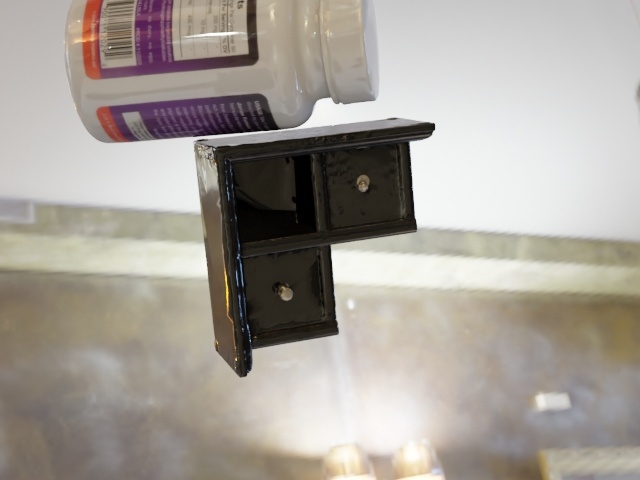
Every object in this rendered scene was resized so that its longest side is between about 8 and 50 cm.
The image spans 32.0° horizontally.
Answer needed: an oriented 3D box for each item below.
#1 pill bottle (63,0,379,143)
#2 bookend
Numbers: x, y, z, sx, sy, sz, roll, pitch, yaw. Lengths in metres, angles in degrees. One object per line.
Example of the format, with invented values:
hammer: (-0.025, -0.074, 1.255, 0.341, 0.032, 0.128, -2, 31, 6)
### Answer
pill bottle: (-0.061, -0.125, 0.743, 0.193, 0.108, 0.108, -3, -26, 10)
bookend: (0.000, 0.000, 0.784, 0.156, 0.157, 0.072, -8, 12, -17)
